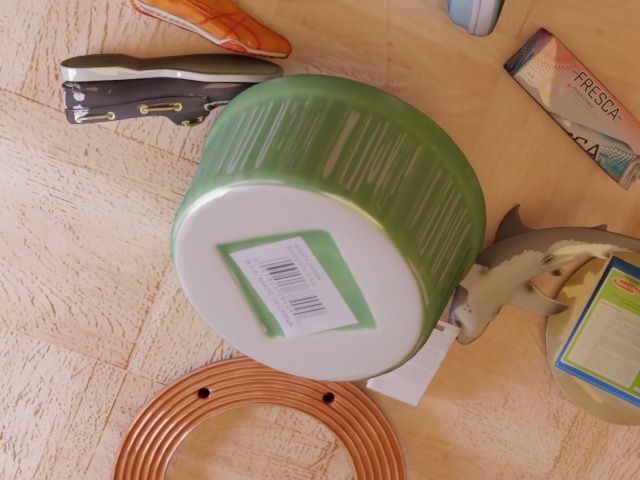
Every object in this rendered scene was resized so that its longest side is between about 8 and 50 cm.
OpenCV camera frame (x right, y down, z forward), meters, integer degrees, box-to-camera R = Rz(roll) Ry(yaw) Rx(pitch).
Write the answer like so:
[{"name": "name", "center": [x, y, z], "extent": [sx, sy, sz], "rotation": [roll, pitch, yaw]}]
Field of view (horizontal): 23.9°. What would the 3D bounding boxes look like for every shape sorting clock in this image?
[{"name": "shape sorting clock", "center": [0.353, 0.107, 1.690], "extent": [0.206, 0.040, 0.206], "rotation": [0, 103, -1]}]

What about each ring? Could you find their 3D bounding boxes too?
[{"name": "ring", "center": [-0.070, 0.283, 1.717], "extent": [0.337, 0.032, 0.336], "rotation": [-2, 108, -5]}]

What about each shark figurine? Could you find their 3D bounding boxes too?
[{"name": "shark figurine", "center": [0.242, 0.004, 1.614], "extent": [0.278, 0.116, 0.166], "rotation": [-19, 132, 21]}]

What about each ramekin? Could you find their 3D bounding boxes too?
[{"name": "ramekin", "center": [0.000, 0.000, 1.499], "extent": [0.304, 0.148, 0.303], "rotation": [13, 135, 13]}]

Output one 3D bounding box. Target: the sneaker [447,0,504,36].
[{"name": "sneaker", "center": [0.099, -0.362, 1.496], "extent": [0.208, 0.127, 0.319], "rotation": [8, 120, 11]}]

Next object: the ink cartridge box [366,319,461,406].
[{"name": "ink cartridge box", "center": [0.102, 0.124, 1.670], "extent": [0.063, 0.029, 0.115], "rotation": [22, 116, -11]}]

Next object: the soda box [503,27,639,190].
[{"name": "soda box", "center": [0.279, -0.139, 1.600], "extent": [0.183, 0.058, 0.063], "rotation": [43, 99, -14]}]

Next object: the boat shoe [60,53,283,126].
[{"name": "boat shoe", "center": [-0.151, -0.152, 1.553], "extent": [0.228, 0.081, 0.068], "rotation": [1, 110, 2]}]

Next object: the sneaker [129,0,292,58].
[{"name": "sneaker", "center": [-0.105, -0.233, 1.539], "extent": [0.175, 0.064, 0.067], "rotation": [23, 94, -14]}]
